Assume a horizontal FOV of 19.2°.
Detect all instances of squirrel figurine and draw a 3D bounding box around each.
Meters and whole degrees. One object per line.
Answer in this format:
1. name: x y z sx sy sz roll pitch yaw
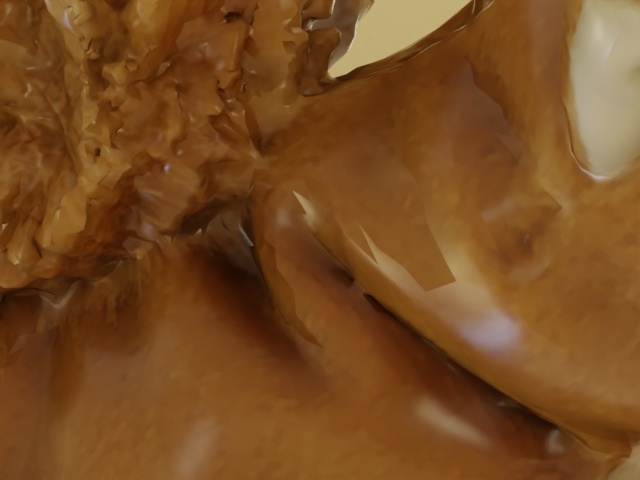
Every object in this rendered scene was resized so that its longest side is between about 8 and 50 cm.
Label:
1. squirrel figurine: 0.000 0.000 0.524 0.281 0.397 0.370 -43 173 -46
